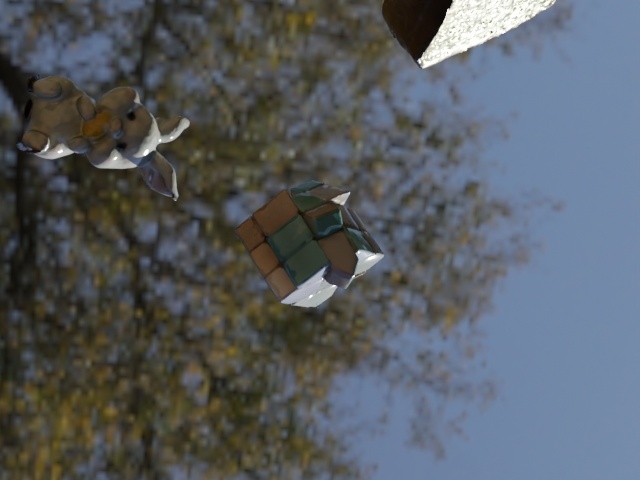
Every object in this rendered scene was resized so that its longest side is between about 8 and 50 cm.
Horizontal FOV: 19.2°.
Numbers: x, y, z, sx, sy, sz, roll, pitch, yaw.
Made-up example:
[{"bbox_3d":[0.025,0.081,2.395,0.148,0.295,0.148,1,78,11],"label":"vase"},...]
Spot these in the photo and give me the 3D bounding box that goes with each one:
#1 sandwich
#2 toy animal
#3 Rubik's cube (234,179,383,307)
[{"bbox_3d":[0.150,-0.246,1.556,0.186,0.214,0.065,-29,-110,-24],"label":"sandwich"},{"bbox_3d":[-0.170,-0.084,1.487,0.124,0.085,0.071,10,-106,7],"label":"toy animal"},{"bbox_3d":[-0.002,-0.002,1.225,0.075,0.073,0.084,51,-163,2],"label":"Rubik's cube"}]
